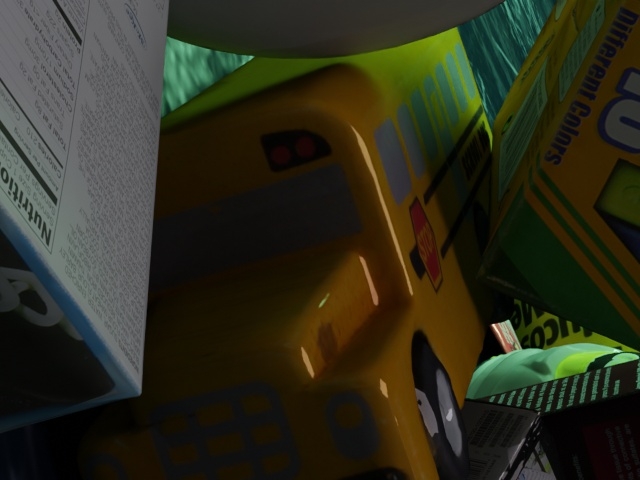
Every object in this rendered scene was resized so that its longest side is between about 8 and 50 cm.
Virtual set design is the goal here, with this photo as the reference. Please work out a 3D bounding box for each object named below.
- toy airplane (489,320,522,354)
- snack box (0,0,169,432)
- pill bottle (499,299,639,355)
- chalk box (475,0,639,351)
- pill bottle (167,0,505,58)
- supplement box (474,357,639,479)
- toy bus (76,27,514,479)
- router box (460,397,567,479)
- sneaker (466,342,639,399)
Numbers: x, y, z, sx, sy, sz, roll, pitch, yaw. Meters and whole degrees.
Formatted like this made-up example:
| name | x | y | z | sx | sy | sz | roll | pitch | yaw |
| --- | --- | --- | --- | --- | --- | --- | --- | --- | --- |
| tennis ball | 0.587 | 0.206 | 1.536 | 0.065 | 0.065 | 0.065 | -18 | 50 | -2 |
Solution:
| name | x | y | z | sx | sy | sz | roll | pitch | yaw |
| --- | --- | --- | --- | --- | --- | --- | --- | --- | --- |
| toy airplane | 0.099 | 0.033 | 1.118 | 0.151 | 0.028 | 0.151 | 61 | 10 | -18 |
| snack box | -0.128 | -0.121 | 0.394 | 0.187 | 0.060 | 0.322 | -91 | 159 | -44 |
| pill bottle | 0.224 | 0.096 | 1.207 | 0.188 | 0.187 | 0.334 | 54 | 25 | -53 |
| chalk box | 0.230 | -0.033 | 0.670 | 0.180 | 0.289 | 0.179 | -72 | -174 | -65 |
| pill bottle | -0.005 | -0.278 | 0.666 | 0.408 | 0.229 | 0.229 | -89 | 158 | -45 |
| supplement box | 0.149 | 0.127 | 0.808 | 0.073 | 0.239 | 0.130 | -42 | 116 | -75 |
| toy bus | 0.000 | 0.000 | 0.646 | 0.333 | 0.108 | 0.130 | -52 | 126 | -71 |
| router box | 0.042 | 0.166 | 0.613 | 0.179 | 0.046 | 0.133 | -52 | 132 | -34 |
| sneaker | 0.192 | 0.234 | 0.912 | 0.145 | 0.147 | 0.385 | -31 | 93 | -32 |
